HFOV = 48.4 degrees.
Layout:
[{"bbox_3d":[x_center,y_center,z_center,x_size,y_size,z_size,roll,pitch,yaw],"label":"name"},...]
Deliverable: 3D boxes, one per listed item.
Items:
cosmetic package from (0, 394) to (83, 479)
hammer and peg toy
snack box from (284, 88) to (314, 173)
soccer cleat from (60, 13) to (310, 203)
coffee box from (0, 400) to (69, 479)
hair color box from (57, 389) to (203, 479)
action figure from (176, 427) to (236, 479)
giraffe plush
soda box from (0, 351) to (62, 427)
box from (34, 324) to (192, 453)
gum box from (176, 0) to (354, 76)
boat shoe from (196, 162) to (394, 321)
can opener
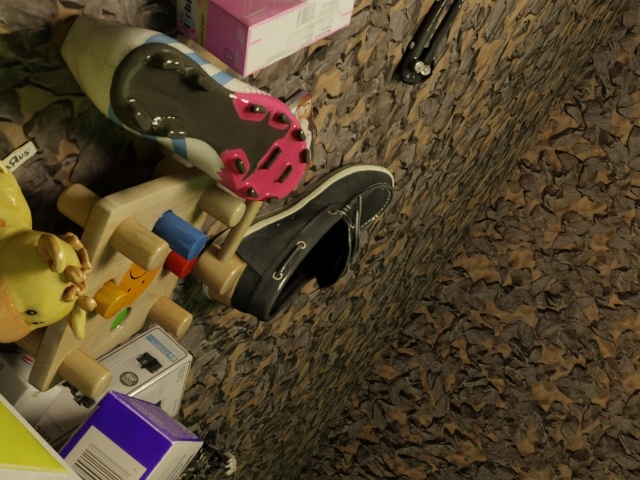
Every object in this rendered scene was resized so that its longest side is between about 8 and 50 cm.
[{"bbox_3d":[-0.350,0.226,0.606,0.155,0.365,0.197,-56,159,10],"label":"cosmetic package"},{"bbox_3d":[-0.202,0.013,0.895,0.266,0.127,0.361,-62,170,24],"label":"hammer and peg toy"},{"bbox_3d":[-0.040,-0.158,1.122,0.064,0.022,0.178,-43,158,-21],"label":"snack box"},{"bbox_3d":[-0.129,-0.142,0.764,0.116,0.143,0.331,-55,150,3],"label":"soccer cleat"},{"bbox_3d":[-0.412,0.120,0.338,0.334,0.338,0.337,-49,160,-10],"label":"coffee box"},{"bbox_3d":[-0.265,0.310,0.937,0.185,0.110,0.339,-52,172,-15],"label":"hair color box"},{"bbox_3d":[-0.272,0.534,1.616,0.275,0.141,0.164,-5,118,-61],"label":"action figure"},{"bbox_3d":[-0.297,0.027,0.668,0.210,0.170,0.181,-50,159,-4],"label":"giraffe plush"},{"bbox_3d":[-0.427,0.246,0.894,0.216,0.074,0.069,-53,159,2],"label":"soda box"},{"bbox_3d":[-0.343,0.270,1.095,0.290,0.087,0.169,-32,152,-43],"label":"box"},{"bbox_3d":[-0.053,-0.265,0.793,0.188,0.107,0.062,-37,155,-36],"label":"gum box"},{"bbox_3d":[0.000,0.000,1.286,0.500,0.156,0.187,-31,150,-47],"label":"boat shoe"},{"bbox_3d":[0.193,-0.360,1.258,0.059,0.073,0.186,14,116,-25],"label":"can opener"}]
